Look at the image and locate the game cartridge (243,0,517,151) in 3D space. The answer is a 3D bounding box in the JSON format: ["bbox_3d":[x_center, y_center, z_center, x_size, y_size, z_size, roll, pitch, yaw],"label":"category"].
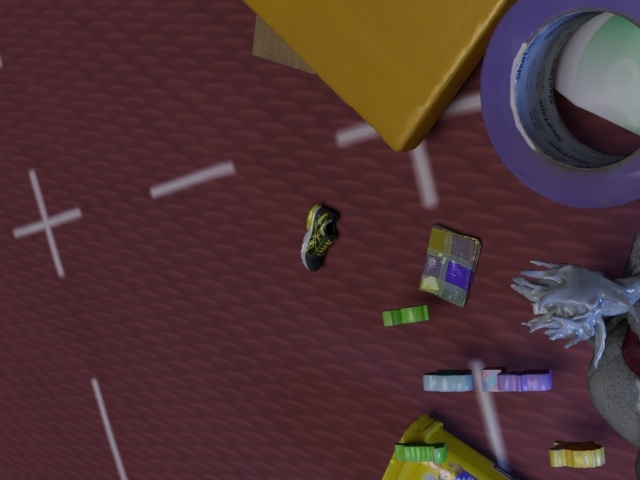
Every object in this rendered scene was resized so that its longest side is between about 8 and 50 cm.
[{"bbox_3d":[0.054,-0.297,0.860,0.324,0.052,0.285,47,125,18],"label":"game cartridge"}]

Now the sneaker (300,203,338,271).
[{"bbox_3d":[0.000,0.000,1.023,0.035,0.031,0.083,19,115,31],"label":"sneaker"}]

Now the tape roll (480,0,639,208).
[{"bbox_3d":[0.232,-0.125,0.711,0.189,0.080,0.189,13,111,36],"label":"tape roll"}]

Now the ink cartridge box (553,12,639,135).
[{"bbox_3d":[0.243,-0.215,0.760,0.224,0.056,0.181,31,121,24],"label":"ink cartridge box"}]

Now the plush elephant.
[{"bbox_3d":[0.318,0.088,0.692,0.330,0.255,0.272,-6,57,7],"label":"plush elephant"}]

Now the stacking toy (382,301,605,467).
[{"bbox_3d":[0.168,0.144,0.885,0.221,0.052,0.167,-7,88,27],"label":"stacking toy"}]

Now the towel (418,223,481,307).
[{"bbox_3d":[0.139,0.027,0.940,0.060,0.009,0.083,24,117,28],"label":"towel"}]

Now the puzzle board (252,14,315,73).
[{"bbox_3d":[-0.031,-0.261,0.978,0.096,0.011,0.128,24,117,31],"label":"puzzle board"}]

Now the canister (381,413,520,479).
[{"bbox_3d":[0.158,0.292,0.970,0.170,0.073,0.126,32,119,24],"label":"canister"}]
